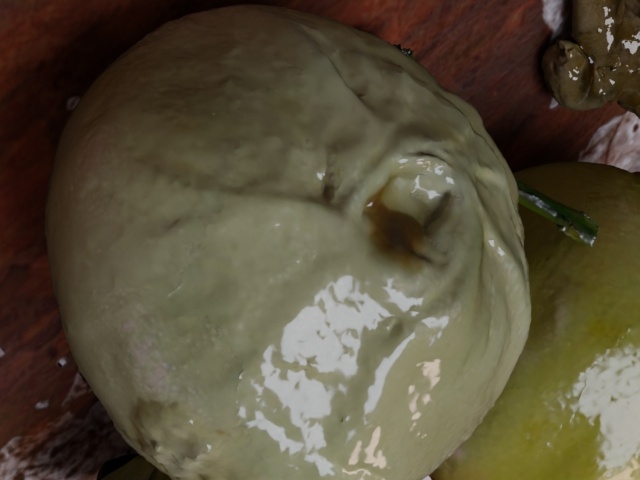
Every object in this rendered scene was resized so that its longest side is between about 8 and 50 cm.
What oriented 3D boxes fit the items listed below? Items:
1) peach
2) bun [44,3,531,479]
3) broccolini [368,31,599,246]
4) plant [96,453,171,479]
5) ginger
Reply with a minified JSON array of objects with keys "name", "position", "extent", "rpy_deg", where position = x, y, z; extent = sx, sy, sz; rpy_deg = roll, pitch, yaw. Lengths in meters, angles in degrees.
[{"name":"peach","position":[0.203,0.090,1.573],"extent":[0.316,0.281,0.314],"rpy_deg":[-57,179,18]},{"name":"bun","position":[0.003,0.002,1.247],"extent":[0.364,0.364,0.202],"rpy_deg":[-8,168,-39]},{"name":"broccolini","position":[0.109,-0.076,1.436],"extent":[0.071,0.254,0.057],"rpy_deg":[-44,-162,47]},{"name":"plant","position":[-0.098,0.134,1.440],"extent":[0.297,0.306,0.261],"rpy_deg":[34,126,-10]},{"name":"ginger","position":[0.257,-0.193,1.572],"extent":[0.133,0.059,0.214],"rpy_deg":[-7,124,-30]}]
